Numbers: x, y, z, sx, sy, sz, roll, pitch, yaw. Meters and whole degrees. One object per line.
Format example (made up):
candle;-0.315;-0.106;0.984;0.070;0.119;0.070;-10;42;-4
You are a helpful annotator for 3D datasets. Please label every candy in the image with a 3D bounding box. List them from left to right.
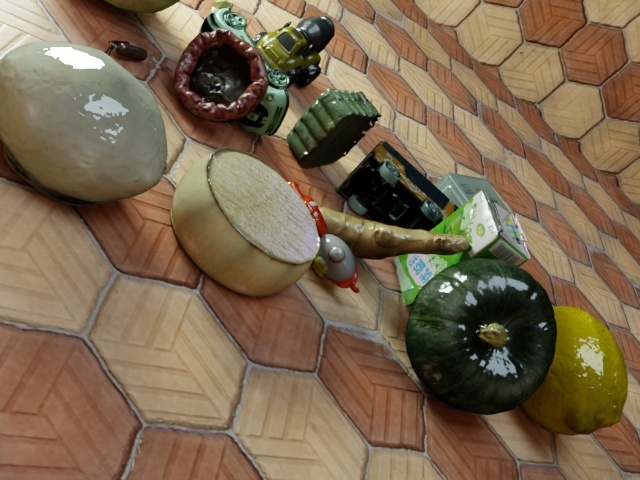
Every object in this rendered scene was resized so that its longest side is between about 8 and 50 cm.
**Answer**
candy;-0.355;-0.189;1.306;0.295;0.185;0.296;28;38;-25

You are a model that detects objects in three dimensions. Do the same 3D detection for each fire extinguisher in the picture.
fire extinguisher;-0.383;-0.377;1.666;0.100;0.032;0.046;0;63;-61

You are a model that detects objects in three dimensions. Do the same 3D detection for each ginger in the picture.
ginger;0.128;-0.005;1.716;0.148;0.333;0.081;71;31;-56

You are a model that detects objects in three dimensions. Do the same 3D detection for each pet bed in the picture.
pet bed;-0.198;-0.324;1.704;0.201;0.201;0.053;53;-9;13

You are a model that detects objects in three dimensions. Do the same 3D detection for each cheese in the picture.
cheese;-0.235;-0.549;2.077;0.060;0.041;0.084;11;59;-37

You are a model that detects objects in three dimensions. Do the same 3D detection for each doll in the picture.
doll;0.000;0.000;1.630;0.245;0.076;0.142;58;-10;10

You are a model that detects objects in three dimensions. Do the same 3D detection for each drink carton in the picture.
drink carton;0.289;0.033;1.794;0.108;0.271;0.161;35;29;-30

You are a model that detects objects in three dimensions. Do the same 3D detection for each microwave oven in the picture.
microwave oven;0.373;-0.076;2.204;0.208;0.122;0.162;2;51;-52

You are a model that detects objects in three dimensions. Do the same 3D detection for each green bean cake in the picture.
green bean cake;0.025;-0.256;1.912;0.094;0.173;0.181;52;30;14

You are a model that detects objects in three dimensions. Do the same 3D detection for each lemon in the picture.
lemon;0.527;0.282;1.829;0.245;0.245;0.320;32;33;-25

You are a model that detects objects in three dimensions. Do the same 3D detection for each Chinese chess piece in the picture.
Chinese chess piece;-0.127;-0.032;1.484;0.270;0.112;0.270;34;31;-24

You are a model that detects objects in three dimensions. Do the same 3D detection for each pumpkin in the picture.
pumpkin;0.312;0.178;1.631;0.300;0.207;0.300;2;80;-13

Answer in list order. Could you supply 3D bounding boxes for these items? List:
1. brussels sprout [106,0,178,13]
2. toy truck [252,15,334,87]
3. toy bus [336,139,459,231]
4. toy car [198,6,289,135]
brussels sprout;-0.372;-0.604;1.751;0.273;0.243;0.317;31;35;-14
toy truck;-0.061;-0.472;2.081;0.147;0.165;0.224;49;29;4
toy bus;0.190;-0.085;1.958;0.275;0.138;0.167;42;27;-4
toy car;-0.183;-0.356;1.812;0.125;0.136;0.306;-20;67;-37
